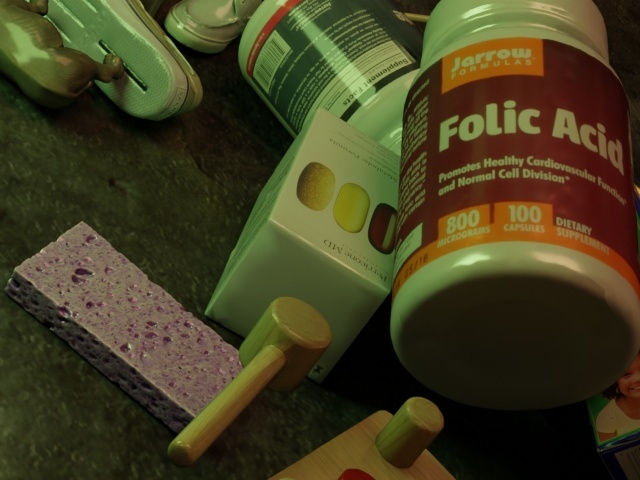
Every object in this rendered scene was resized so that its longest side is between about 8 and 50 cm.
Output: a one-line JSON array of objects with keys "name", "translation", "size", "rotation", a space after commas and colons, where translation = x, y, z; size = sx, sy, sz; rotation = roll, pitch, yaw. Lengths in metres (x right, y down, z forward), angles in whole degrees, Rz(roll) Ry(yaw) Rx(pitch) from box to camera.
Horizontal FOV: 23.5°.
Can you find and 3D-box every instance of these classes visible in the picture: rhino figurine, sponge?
[{"name": "rhino figurine", "translation": [-0.324, -0.220, 1.573], "size": [0.243, 0.073, 0.106], "rotation": [38, 28, 6]}, {"name": "sponge", "translation": [-0.166, 0.077, 1.362], "size": [0.210, 0.031, 0.117], "rotation": [39, 31, 5]}]

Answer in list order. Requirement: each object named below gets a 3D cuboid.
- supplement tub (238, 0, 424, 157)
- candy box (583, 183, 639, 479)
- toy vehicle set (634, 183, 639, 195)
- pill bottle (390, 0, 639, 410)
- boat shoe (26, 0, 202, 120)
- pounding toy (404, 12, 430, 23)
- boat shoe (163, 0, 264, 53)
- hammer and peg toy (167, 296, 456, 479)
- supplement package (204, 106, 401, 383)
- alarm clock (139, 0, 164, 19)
[{"name": "supplement tub", "translation": [0.050, -0.164, 1.743], "size": [0.191, 0.191, 0.272], "rotation": [-7, 51, -48]}, {"name": "candy box", "translation": [0.333, 0.144, 1.545], "size": [0.317, 0.122, 0.268], "rotation": [-100, 162, -47]}, {"name": "toy vehicle set", "translation": [0.379, 0.044, 1.760], "size": [0.035, 0.267, 0.166], "rotation": [-43, 75, -13]}, {"name": "pill bottle", "translation": [0.185, -0.058, 1.459], "size": [0.224, 0.224, 0.392], "rotation": [23, 47, -20]}, {"name": "boat shoe", "translation": [-0.245, -0.240, 1.670], "size": [0.302, 0.109, 0.094], "rotation": [51, 13, 14]}, {"name": "pounding toy", "translation": [0.063, -0.289, 2.011], "size": [0.141, 0.100, 0.130], "rotation": [47, 33, 18]}, {"name": "boat shoe", "translation": [-0.107, -0.290, 1.866], "size": [0.079, 0.081, 0.227], "rotation": [42, 31, 10]}, {"name": "hammer and peg toy", "translation": [0.023, 0.226, 1.161], "size": [0.361, 0.127, 0.266], "rotation": [45, 34, 15]}, {"name": "supplement package", "translation": [0.000, 0.000, 1.528], "size": [0.139, 0.134, 0.244], "rotation": [31, 31, -7]}, {"name": "alarm clock", "translation": [-0.229, -0.297, 1.783], "size": [0.129, 0.064, 0.192], "rotation": [3, 47, -42]}]
